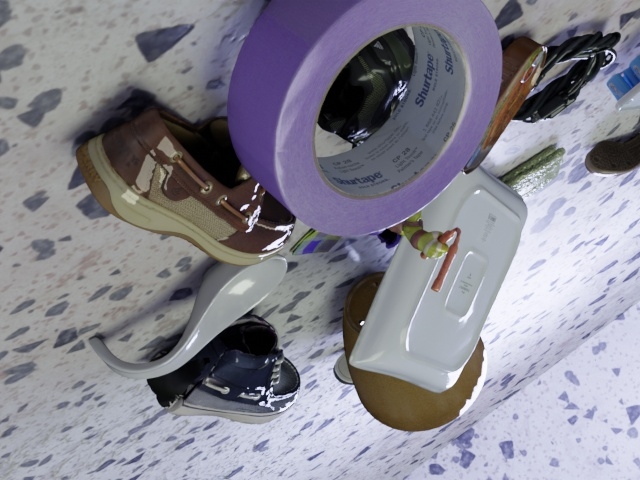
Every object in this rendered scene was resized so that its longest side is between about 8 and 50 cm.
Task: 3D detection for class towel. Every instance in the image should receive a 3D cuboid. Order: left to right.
[{"bbox_3d":[0.000,0.000,1.695,0.060,0.009,0.083,-44,157,29],"label":"towel"},{"bbox_3d":[0.328,-0.093,1.942,0.148,0.027,0.110,-31,158,-5],"label":"towel"}]

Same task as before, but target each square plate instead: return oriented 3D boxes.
[{"bbox_3d":[0.196,0.056,1.781,0.347,0.049,0.344,27,87,-60],"label":"square plate"}]

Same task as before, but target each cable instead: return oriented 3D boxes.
[{"bbox_3d":[0.321,-0.228,1.622,0.184,0.047,0.150,-37,154,16],"label":"cable"}]

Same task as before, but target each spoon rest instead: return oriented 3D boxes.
[{"bbox_3d":[-0.160,0.101,1.584,0.276,0.084,0.137,-30,159,-6],"label":"spoon rest"}]

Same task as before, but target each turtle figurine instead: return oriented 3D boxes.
[{"bbox_3d":[0.112,-0.063,1.481,0.087,0.269,0.217,-2,172,-5],"label":"turtle figurine"}]

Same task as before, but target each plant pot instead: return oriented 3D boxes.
[{"bbox_3d":[0.133,0.161,1.985,0.237,0.237,0.254,-33,146,0],"label":"plant pot"}]

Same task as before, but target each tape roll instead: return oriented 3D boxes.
[{"bbox_3d":[0.047,-0.143,1.191,0.275,0.090,0.274,-21,132,-26],"label":"tape roll"}]

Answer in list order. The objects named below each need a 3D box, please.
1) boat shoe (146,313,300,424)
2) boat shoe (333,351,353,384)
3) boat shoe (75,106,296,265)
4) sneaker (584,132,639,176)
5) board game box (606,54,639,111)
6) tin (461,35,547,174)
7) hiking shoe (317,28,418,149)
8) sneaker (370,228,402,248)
[{"bbox_3d":[-0.095,0.189,1.805,0.158,0.127,0.341,-34,160,25],"label":"boat shoe"},{"bbox_3d":[0.113,0.225,2.255,0.233,0.084,0.079,-20,155,-39],"label":"boat shoe"},{"bbox_3d":[-0.103,-0.065,1.256,0.123,0.123,0.342,-39,152,17],"label":"boat shoe"},{"bbox_3d":[0.513,-0.133,2.065,0.188,0.066,0.071,-18,155,-34],"label":"sneaker"},{"bbox_3d":[0.647,-0.339,1.767,0.390,0.050,0.390,-13,155,-49],"label":"board game box"},{"bbox_3d":[0.219,-0.171,1.514,0.189,0.040,0.106,-56,166,-2],"label":"tin"},{"bbox_3d":[0.041,-0.145,1.356,0.114,0.086,0.227,-17,146,-18],"label":"hiking shoe"},{"bbox_3d":[0.103,-0.021,1.695,0.068,0.071,0.170,-13,167,32],"label":"sneaker"}]
